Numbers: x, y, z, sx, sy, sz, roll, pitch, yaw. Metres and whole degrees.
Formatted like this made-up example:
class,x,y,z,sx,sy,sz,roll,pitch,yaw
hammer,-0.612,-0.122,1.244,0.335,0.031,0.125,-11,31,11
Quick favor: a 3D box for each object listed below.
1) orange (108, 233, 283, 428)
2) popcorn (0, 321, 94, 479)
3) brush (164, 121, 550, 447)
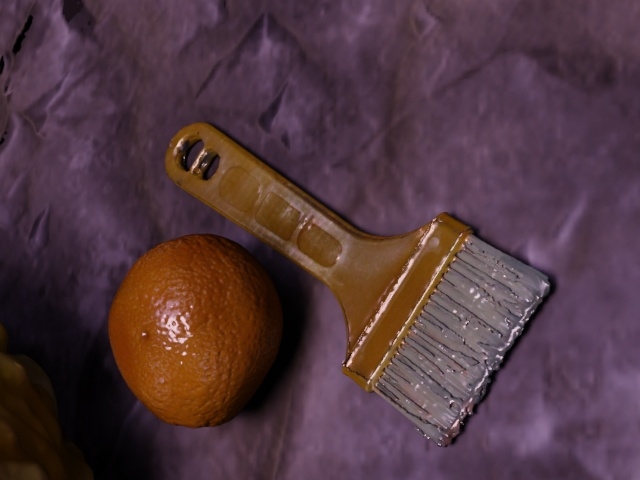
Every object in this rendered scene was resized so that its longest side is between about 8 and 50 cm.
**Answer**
class,x,y,z,sx,sy,sz,roll,pitch,yaw
orange,-0.054,0.039,0.599,0.085,0.085,0.085,-11,71,33
popcorn,-0.228,0.130,0.601,0.282,0.247,0.282,-19,64,43
brush,0.000,0.000,0.612,0.218,0.010,0.082,36,99,37
